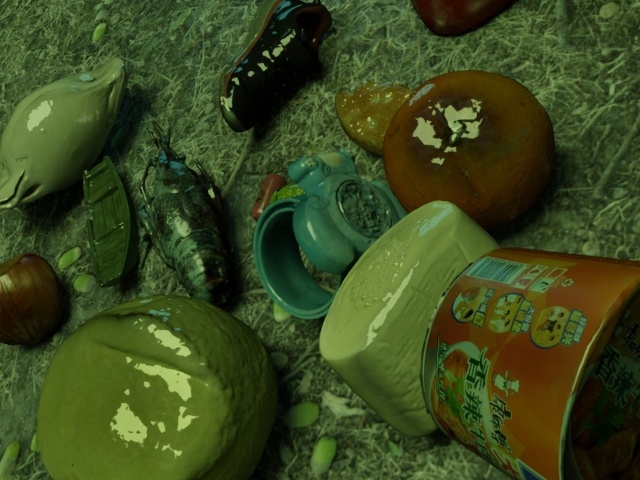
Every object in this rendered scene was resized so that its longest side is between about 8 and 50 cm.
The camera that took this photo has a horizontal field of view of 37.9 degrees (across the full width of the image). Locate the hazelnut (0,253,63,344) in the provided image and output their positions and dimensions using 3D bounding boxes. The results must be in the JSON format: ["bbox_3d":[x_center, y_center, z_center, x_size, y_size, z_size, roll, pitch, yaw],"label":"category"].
[{"bbox_3d":[-0.520,0.104,1.608,0.150,0.150,0.150,-18,53,25],"label":"hazelnut"}]

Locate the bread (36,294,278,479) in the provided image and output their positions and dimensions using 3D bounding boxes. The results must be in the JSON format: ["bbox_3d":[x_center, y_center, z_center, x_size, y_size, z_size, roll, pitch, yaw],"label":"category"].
[{"bbox_3d":[-0.211,0.221,1.255,0.321,0.237,0.320,-11,71,34],"label":"bread"}]

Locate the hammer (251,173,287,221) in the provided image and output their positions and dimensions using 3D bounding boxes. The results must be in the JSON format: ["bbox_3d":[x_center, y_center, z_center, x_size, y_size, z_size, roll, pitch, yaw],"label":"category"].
[{"bbox_3d":[-0.080,-0.065,1.470,0.043,0.043,0.083,2,65,36],"label":"hammer"}]

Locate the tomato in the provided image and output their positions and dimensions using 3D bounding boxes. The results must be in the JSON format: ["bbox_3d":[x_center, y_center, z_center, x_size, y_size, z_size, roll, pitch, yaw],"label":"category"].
[{"bbox_3d":[0.221,-0.439,1.459,0.228,0.101,0.228,-20,49,25],"label":"tomato"}]

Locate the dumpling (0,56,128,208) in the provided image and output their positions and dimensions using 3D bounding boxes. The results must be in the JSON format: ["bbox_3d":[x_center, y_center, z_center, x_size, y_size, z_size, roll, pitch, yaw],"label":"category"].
[{"bbox_3d":[-0.505,-0.210,1.777,0.260,0.181,0.341,31,102,65],"label":"dumpling"}]

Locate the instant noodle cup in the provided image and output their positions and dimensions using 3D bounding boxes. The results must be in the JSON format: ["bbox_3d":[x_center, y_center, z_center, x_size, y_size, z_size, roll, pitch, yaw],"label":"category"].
[{"bbox_3d":[0.257,0.134,0.959,0.214,0.296,0.296,18,74,51],"label":"instant noodle cup"}]

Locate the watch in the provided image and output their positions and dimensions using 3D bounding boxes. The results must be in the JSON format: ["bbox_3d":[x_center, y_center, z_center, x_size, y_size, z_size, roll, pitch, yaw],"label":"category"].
[{"bbox_3d":[0.000,0.000,1.265,0.193,0.211,0.211,-42,41,39],"label":"watch"}]

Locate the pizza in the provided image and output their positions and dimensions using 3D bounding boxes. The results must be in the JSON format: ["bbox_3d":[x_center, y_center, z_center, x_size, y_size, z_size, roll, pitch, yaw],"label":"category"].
[{"bbox_3d":[0.113,-0.176,1.391,0.246,0.058,0.127,9,69,38],"label":"pizza"}]

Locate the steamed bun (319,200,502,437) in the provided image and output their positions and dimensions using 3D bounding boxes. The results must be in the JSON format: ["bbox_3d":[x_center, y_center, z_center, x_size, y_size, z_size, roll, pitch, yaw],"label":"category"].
[{"bbox_3d":[0.122,0.093,1.124,0.250,0.200,0.155,-51,24,-7],"label":"steamed bun"}]

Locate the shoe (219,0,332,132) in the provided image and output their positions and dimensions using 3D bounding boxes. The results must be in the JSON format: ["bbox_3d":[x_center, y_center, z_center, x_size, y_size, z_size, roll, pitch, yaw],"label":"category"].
[{"bbox_3d":[-0.066,-0.297,1.567,0.137,0.114,0.291,11,65,33],"label":"shoe"}]

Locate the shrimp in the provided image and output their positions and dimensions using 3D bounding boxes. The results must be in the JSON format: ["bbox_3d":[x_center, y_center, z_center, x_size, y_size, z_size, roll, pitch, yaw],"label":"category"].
[{"bbox_3d":[-0.235,-0.035,1.484,0.172,0.137,0.372,-26,49,-2],"label":"shrimp"}]

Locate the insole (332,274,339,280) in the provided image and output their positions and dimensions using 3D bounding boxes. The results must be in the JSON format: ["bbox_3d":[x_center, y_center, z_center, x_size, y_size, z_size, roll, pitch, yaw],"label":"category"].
[{"bbox_3d":[0.056,0.045,1.326,0.064,0.004,0.188,-47,46,2],"label":"insole"}]

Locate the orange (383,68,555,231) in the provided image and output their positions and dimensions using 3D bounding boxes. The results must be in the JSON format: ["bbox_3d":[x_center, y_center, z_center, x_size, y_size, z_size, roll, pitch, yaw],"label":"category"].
[{"bbox_3d":[0.188,-0.114,1.207,0.224,0.170,0.224,-4,80,21],"label":"orange"}]

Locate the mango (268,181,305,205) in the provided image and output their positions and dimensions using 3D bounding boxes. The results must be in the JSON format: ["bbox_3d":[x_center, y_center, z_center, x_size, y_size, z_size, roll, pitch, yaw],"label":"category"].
[{"bbox_3d":[0.001,-0.041,1.376,0.165,0.074,0.091,13,64,27],"label":"mango"}]

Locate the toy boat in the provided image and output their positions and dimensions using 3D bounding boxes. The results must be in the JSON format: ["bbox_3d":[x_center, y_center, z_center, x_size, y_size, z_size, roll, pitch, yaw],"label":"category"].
[{"bbox_3d":[-0.367,-0.025,1.635,0.093,0.055,0.293,-31,48,14],"label":"toy boat"}]
